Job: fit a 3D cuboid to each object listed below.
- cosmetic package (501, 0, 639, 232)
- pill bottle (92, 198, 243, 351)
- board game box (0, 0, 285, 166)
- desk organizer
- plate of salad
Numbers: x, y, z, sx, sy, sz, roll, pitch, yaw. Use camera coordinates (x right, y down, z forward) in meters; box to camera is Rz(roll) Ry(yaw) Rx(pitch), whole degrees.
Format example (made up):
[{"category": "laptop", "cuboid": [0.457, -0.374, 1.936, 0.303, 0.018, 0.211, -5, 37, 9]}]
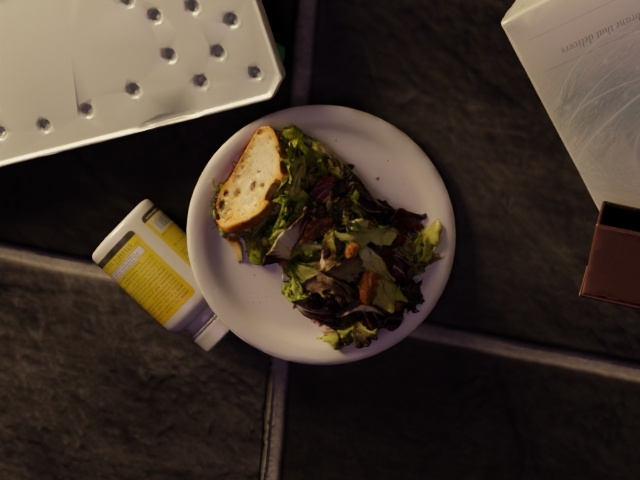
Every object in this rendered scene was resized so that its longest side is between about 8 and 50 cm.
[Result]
[{"category": "cosmetic package", "cuboid": [0.273, -0.107, 1.136, 0.224, 0.138, 0.224, -25, 103, 24]}, {"category": "pill bottle", "cuboid": [-0.113, 0.029, 1.345, 0.116, 0.065, 0.065, 44, 116, -2]}, {"category": "board game box", "cuboid": [-0.254, -0.251, 1.286, 0.390, 0.050, 0.390, -12, 107, 20]}, {"category": "desk organizer", "cuboid": [0.232, 0.018, 1.097, 0.130, 0.047, 0.050, 12, 115, 10]}, {"category": "plate of salad", "cuboid": [0.000, 0.000, 1.290, 0.200, 0.048, 0.200, 0, 104, 2]}]
